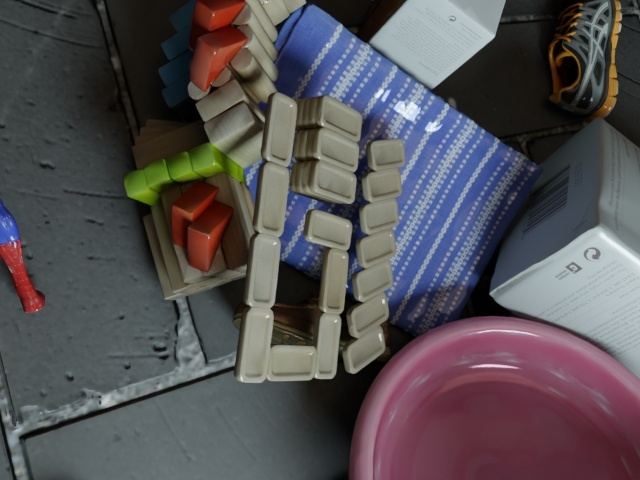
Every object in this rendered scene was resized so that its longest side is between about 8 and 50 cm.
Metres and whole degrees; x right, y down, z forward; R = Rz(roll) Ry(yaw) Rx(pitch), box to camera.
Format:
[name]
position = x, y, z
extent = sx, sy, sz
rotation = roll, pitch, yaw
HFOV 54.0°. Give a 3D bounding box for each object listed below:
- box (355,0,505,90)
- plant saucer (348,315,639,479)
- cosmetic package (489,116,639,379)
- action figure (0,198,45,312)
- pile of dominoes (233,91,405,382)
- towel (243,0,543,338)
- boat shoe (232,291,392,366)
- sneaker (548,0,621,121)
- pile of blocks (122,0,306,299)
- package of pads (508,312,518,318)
[box]
position = 0.114, -0.243, 0.689
extent = 0.091, 0.170, 0.130
rotation = 31, 60, -16
[plant saucer]
position = 0.188, 0.233, 0.590
extent = 0.331, 0.084, 0.332
rotation = 3, 53, -4
[cosmetic package]
position = 0.402, 0.065, 0.720
extent = 0.385, 0.156, 0.217
rotation = 37, 45, -8
[action figure]
position = -0.314, -0.076, 0.512
extent = 0.091, 0.139, 0.281
rotation = -20, 109, -31
[pile of dominoes]
position = 0.000, 0.000, 0.576
extent = 0.196, 0.040, 0.251
rotation = 14, 80, -48
[towel]
position = 0.058, -0.061, 0.663
extent = 0.335, 0.040, 0.243
rotation = 31, 87, -16
[boat shoe]
position = -0.005, 0.082, 0.630
extent = 0.177, 0.064, 0.060
rotation = 18, 66, -28
[sneaker]
position = 0.358, -0.275, 0.871
extent = 0.083, 0.084, 0.215
rotation = 4, 77, -19
[pile of blocks]
position = -0.108, -0.129, 0.555
extent = 0.148, 0.112, 0.363
rotation = 5, 83, 13
[package of pads]
position = 0.238, 0.122, 0.750
extent = 0.050, 0.032, 0.083
rotation = 39, 65, -10
